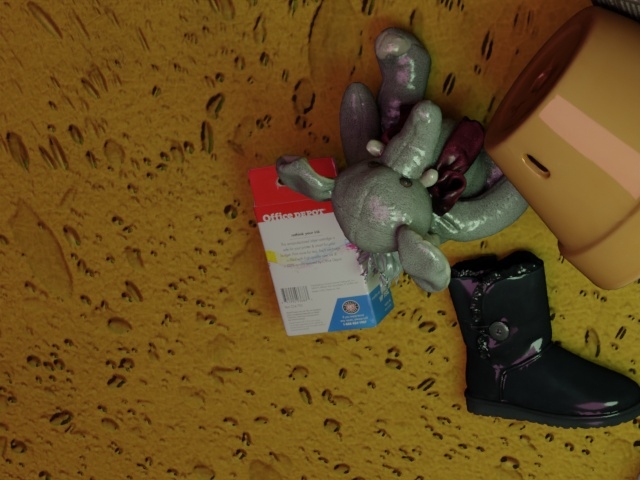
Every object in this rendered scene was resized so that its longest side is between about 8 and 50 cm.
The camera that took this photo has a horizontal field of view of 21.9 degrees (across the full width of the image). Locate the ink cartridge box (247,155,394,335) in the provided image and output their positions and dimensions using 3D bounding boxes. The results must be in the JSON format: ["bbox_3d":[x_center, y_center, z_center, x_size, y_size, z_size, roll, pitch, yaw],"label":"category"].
[{"bbox_3d":[0.000,0.000,2.153,0.134,0.078,0.231,-7,105,25],"label":"ink cartridge box"}]

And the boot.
[{"bbox_3d":[0.278,0.121,2.064,0.246,0.094,0.207,3,112,29],"label":"boot"}]

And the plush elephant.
[{"bbox_3d":[0.105,-0.078,1.946,0.271,0.255,0.330,30,102,13],"label":"plush elephant"}]

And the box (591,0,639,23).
[{"bbox_3d":[0.412,-0.307,1.792,0.203,0.167,0.169,20,90,16],"label":"box"}]

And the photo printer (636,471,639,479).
[{"bbox_3d":[0.543,0.296,2.003,0.256,0.107,0.307,39,119,7],"label":"photo printer"}]

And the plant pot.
[{"bbox_3d":[0.318,-0.120,1.814,0.203,0.291,0.291,36,119,-10],"label":"plant pot"}]
